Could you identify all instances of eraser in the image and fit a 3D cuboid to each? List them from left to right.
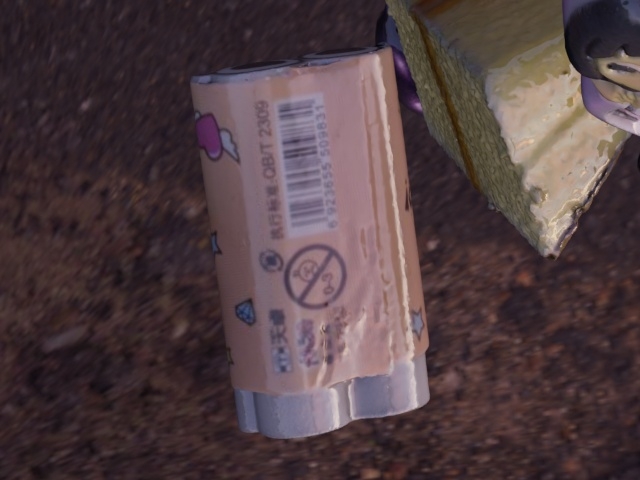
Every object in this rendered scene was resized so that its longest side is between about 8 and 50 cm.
[{"bbox_3d":[0.000,0.000,1.418,0.171,0.087,0.290,-12,102,-20],"label":"eraser"}]

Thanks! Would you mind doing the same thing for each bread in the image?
[{"bbox_3d":[0.157,-0.118,1.123,0.178,0.240,0.135,-26,118,-5],"label":"bread"}]

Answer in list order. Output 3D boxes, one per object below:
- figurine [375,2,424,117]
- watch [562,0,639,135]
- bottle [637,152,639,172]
[{"bbox_3d":[0.107,-0.202,1.445,0.145,0.145,0.222,-21,109,-16],"label":"figurine"},{"bbox_3d":[0.220,-0.164,0.862,0.244,0.196,0.231,22,81,-47],"label":"watch"},{"bbox_3d":[0.292,0.000,0.997,0.244,0.072,0.082,35,107,21],"label":"bottle"}]
